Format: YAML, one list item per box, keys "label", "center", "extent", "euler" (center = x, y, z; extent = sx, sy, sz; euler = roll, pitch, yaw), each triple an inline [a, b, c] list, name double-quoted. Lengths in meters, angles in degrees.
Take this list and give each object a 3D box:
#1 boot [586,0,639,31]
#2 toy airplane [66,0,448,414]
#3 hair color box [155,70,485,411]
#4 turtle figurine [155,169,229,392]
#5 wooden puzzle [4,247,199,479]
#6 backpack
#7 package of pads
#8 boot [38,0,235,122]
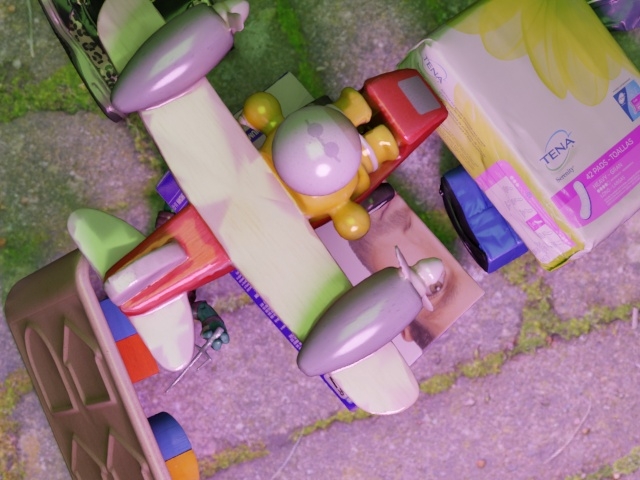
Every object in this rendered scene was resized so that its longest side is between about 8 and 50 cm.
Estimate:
- label: "boot"
  center: [0.379, -0.291, 1.848]
  extent: [0.190, 0.069, 0.086]
  euler: [-11, 98, 11]
- label: "toy airplane"
  center: [-0.057, -0.047, 1.592]
  extent: [0.386, 0.272, 0.384]
  euler: [15, 67, -16]
- label: "hair color box"
  center: [0.000, 0.000, 1.810]
  extent: [0.339, 0.110, 0.185]
  euler: [49, 61, -1]
- label: "turtle figurine"
  center: [-0.178, 0.047, 1.852]
  extent: [0.175, 0.118, 0.234]
  euler: [30, 75, -16]
- label: "wooden puzzle"
  center: [-0.233, 0.186, 1.781]
  extent: [0.080, 0.322, 0.348]
  euler: [-18, 89, -26]
- label: "backpack"
  center: [0.195, -0.037, 1.845]
  extent: [0.101, 0.098, 0.120]
  euler: [-30, 77, -6]
- label: "package of pads"
  center: [0.249, -0.139, 1.789]
  extent: [0.229, 0.101, 0.296]
  euler: [-36, 88, -30]
- label: "boot"
  center: [-0.223, -0.277, 1.861]
  extent: [0.178, 0.085, 0.236]
  euler: [-28, 99, 1]
